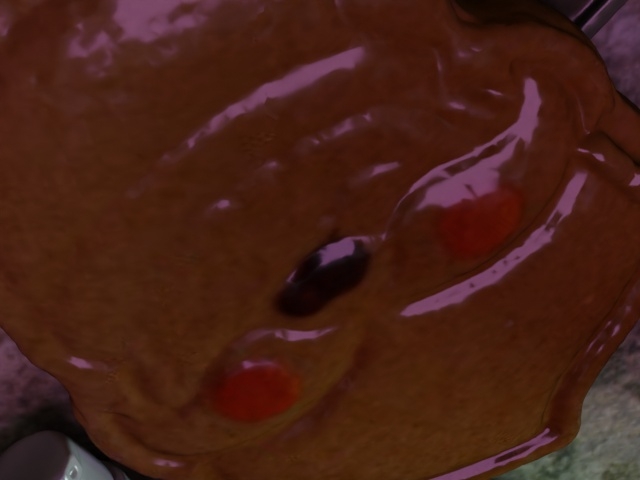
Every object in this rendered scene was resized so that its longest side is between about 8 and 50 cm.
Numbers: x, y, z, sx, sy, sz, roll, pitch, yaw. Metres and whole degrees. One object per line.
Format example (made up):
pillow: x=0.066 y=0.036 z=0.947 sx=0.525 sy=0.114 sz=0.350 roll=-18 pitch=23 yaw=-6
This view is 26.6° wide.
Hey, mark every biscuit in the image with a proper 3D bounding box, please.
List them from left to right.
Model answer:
biscuit: x=0.000 y=0.001 z=0.712 sx=0.350 sy=0.078 sz=0.455 roll=-35 pitch=127 yaw=18

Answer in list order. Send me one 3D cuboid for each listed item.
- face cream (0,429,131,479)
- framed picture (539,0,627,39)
face cream: x=-0.094 y=0.241 z=0.848 sx=0.102 sy=0.102 sz=0.345 roll=-30 pitch=126 yaw=6
framed picture: x=0.042 y=-0.199 z=0.623 sx=0.324 sy=0.020 sz=0.240 roll=30 pitch=112 yaw=-31
